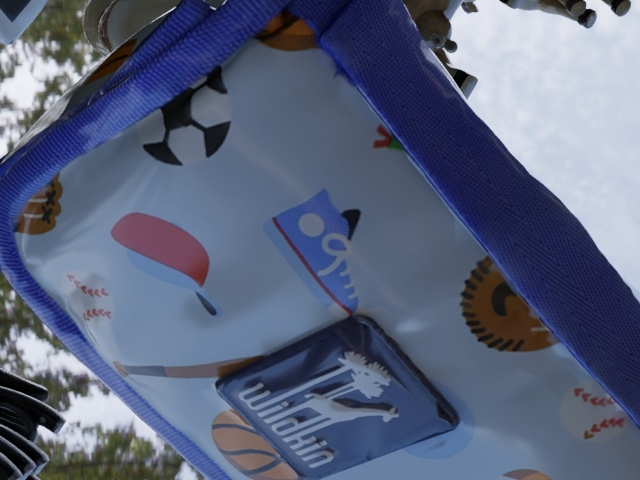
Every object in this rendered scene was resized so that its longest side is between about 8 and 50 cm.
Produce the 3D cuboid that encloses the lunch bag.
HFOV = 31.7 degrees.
[{"bbox_3d":[0.001,0.023,0.589,0.328,0.385,0.239,48,-110,-16],"label":"lunch bag"}]

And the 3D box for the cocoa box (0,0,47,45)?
[{"bbox_3d":[-0.379,-0.397,1.040,0.228,0.347,0.231,26,-107,29],"label":"cocoa box"}]

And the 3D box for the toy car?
[{"bbox_3d":[-0.229,-0.268,1.382,0.149,0.188,0.155,-15,-69,-36],"label":"toy car"}]

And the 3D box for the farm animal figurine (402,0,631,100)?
[{"bbox_3d":[0.129,-0.269,1.063,0.327,0.330,0.172,-50,-131,1],"label":"farm animal figurine"}]

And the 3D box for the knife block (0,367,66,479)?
[{"bbox_3d":[-0.345,0.131,0.859,0.276,0.242,0.088,11,-74,-30],"label":"knife block"}]
